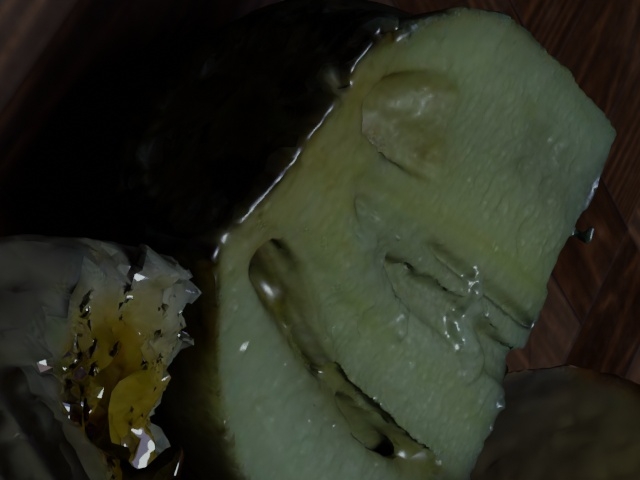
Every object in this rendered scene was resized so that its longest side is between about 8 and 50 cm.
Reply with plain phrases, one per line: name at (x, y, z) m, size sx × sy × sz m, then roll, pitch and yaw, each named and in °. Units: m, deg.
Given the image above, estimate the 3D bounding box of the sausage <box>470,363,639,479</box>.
sausage at (0.159, 0.243, 0.982) m, size 0.233 × 0.233 × 0.287 m, roll -59°, pitch 140°, yaw -25°

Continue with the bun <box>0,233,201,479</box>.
bun at (-0.118, 0.157, 0.595) m, size 0.281 × 0.281 × 0.205 m, roll -56°, pitch 156°, yaw -28°

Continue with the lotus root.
lotus root at (-0.011, 0.007, 0.774) m, size 0.260 × 0.149 × 0.267 m, roll 33°, pitch 78°, yaw -54°
